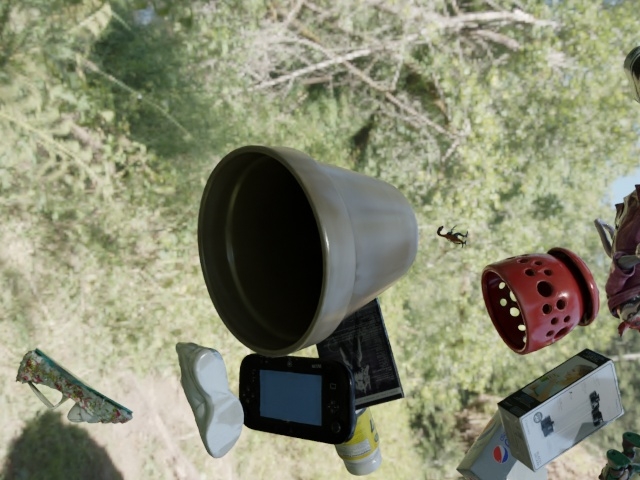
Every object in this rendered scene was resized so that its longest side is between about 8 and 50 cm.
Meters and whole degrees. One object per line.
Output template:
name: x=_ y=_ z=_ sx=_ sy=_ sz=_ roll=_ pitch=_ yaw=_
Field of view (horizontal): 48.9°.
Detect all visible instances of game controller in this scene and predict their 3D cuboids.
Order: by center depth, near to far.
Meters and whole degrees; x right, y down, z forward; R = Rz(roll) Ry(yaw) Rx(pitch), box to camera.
game controller: x=-0.055 y=0.322 z=1.461 sx=0.067 sy=0.319 sz=0.166 roll=-8 pitch=93 yaw=-50

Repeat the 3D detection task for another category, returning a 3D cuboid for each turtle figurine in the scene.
turtle figurine: x=0.740 y=0.585 z=1.715 sx=0.175 sy=0.118 sz=0.234 roll=-46 pitch=133 yaw=-44

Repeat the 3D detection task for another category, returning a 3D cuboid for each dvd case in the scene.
dvd case: x=0.075 y=0.249 z=1.512 sx=0.018 sy=0.165 sz=0.221 roll=24 pitch=49 yaw=-63

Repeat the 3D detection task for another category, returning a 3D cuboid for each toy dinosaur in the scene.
toy dinosaur: x=0.327 y=-0.014 z=1.759 sx=0.090 sy=0.082 sz=0.047 roll=-22 pitch=118 yaw=-66

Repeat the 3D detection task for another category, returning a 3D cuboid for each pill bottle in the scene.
pill bottle: x=0.084 y=0.490 z=1.805 sx=0.119 sy=0.119 sz=0.208 roll=-88 pitch=162 yaw=-66

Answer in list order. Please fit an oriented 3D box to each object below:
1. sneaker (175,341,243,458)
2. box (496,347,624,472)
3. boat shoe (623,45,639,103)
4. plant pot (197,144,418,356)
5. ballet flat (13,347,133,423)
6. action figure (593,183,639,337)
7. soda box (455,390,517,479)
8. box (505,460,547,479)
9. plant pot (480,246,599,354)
sneaker: x=-0.191 y=0.257 z=1.163 sx=0.080 sy=0.094 sz=0.212 roll=-28 pitch=120 yaw=-40
box: x=0.582 y=0.405 z=1.699 sx=0.087 sy=0.290 sz=0.169 roll=28 pitch=-38 yaw=64
boat shoe: x=0.698 y=-0.325 z=1.476 sx=0.219 sy=0.078 sz=0.070 roll=23 pitch=26 yaw=-49
plant pot: x=0.000 y=0.000 z=1.157 sx=0.281 sy=0.323 sz=0.322 roll=-10 pitch=98 yaw=-42
ballet flat: x=-0.459 y=0.287 z=1.299 sx=0.077 sy=0.241 sz=0.091 roll=-57 pitch=168 yaw=-18
action figure: x=0.664 y=0.051 z=1.511 sx=0.276 sy=0.248 sz=0.370 roll=-19 pitch=-142 yaw=54
soda box: x=0.501 y=0.549 z=1.936 sx=0.286 sy=0.098 sz=0.091 roll=-47 pitch=179 yaw=-24
box: x=0.614 y=0.750 z=2.245 sx=0.130 sy=0.171 sz=0.091 roll=-34 pitch=-146 yaw=54
plant pot: x=0.436 y=0.110 z=1.401 sx=0.191 sy=0.174 sz=0.191 roll=160 pitch=-90 yaw=-80
